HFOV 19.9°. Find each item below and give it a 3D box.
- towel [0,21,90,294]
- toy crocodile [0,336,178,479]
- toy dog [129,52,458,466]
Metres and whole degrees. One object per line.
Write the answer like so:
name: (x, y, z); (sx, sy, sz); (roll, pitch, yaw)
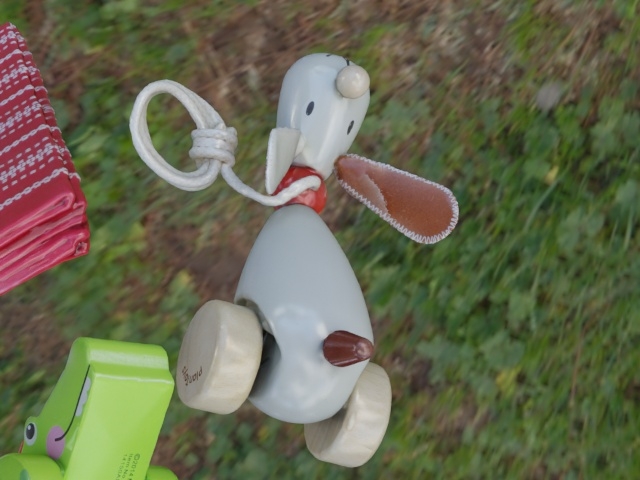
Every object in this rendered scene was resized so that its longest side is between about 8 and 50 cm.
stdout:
towel: (-0.220, -0.014, 0.948); (0.199, 0.275, 0.031); (-31, 119, 0)
toy crocodile: (-0.171, 0.218, 1.152); (0.105, 0.115, 0.341); (30, 110, 48)
toy dog: (0.000, 0.000, 1.371); (0.161, 0.220, 0.334); (-29, 68, 53)
